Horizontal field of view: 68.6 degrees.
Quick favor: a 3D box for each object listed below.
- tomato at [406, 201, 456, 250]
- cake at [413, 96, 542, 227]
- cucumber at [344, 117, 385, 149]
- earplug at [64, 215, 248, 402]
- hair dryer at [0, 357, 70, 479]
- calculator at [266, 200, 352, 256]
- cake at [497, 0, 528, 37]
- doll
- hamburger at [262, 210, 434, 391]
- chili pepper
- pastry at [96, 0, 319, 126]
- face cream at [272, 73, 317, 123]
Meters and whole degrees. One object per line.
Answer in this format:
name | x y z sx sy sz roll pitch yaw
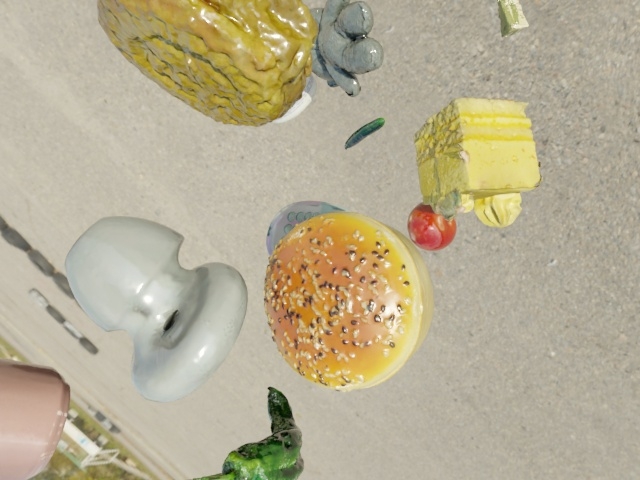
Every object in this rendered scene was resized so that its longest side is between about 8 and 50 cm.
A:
tomato | 0.403 -0.054 1.677 0.136 0.195 0.195 -12 119 52
cake | 0.385 -0.175 1.161 0.222 0.228 0.285 147 119 -71
cucumber | 0.120 -0.303 1.322 0.036 0.033 0.184 38 153 -18
earplug | -0.241 0.085 0.686 0.326 0.214 0.175 35 174 30
hair dryer | -0.449 0.254 0.496 0.210 0.352 0.125 26 -159 -38
calculator | 0.000 0.000 1.125 0.041 0.299 0.185 25 102 49
cake | 0.441 -0.549 1.108 0.055 0.051 0.139 120 137 -78
doll | 0.067 -0.466 1.104 0.340 0.158 0.245 22 132 61
hamburger | 0.034 0.097 0.762 0.300 0.176 0.300 -4 84 40
chili pepper | -0.078 0.292 0.666 0.122 0.065 0.279 25 -174 14
pastry | -0.118 -0.220 0.517 0.235 0.132 0.240 25 179 43
face cream | -0.114 -0.473 1.494 0.206 0.205 0.111 0 147 45
